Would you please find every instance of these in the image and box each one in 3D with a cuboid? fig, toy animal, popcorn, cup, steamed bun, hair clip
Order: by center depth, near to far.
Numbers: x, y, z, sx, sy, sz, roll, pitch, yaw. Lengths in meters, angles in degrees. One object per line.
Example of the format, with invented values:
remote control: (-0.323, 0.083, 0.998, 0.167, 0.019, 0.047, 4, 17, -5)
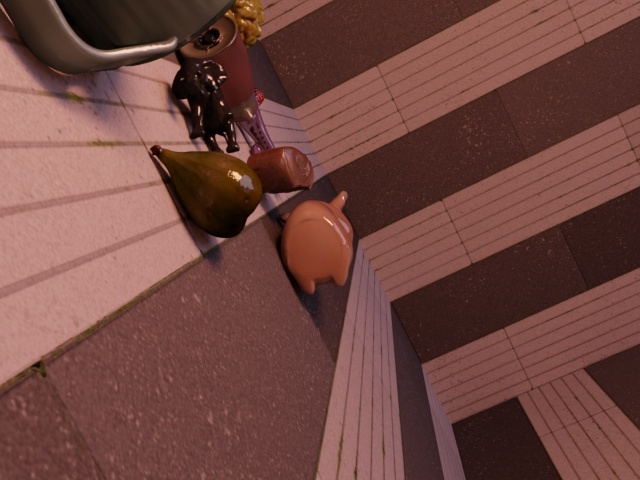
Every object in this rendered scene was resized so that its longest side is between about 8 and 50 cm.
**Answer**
cup: (-0.283, -0.440, 0.821, 0.392, 0.310, 0.401, 47, 16, -46)
fig: (-0.187, -0.076, 1.014, 0.185, 0.133, 0.126, 11, 60, -30)
toy animal: (-0.236, -0.271, 1.283, 0.245, 0.115, 0.146, 97, -20, -64)
toy animal: (0.001, 0.001, 1.581, 0.256, 0.195, 0.213, -68, 139, -82)
steamed bun: (-0.104, -0.166, 1.592, 0.175, 0.145, 0.106, 17, 65, -62)
popcorn: (-0.257, -0.604, 1.655, 0.235, 0.181, 0.217, 46, 5, -22)
hair clip: (-0.164, -0.277, 1.782, 0.137, 0.090, 0.278, -61, 129, -77)

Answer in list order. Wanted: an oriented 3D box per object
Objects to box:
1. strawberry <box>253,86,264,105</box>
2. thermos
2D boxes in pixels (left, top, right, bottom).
strawberry: (-0.221, -0.450, 2.027, 0.073, 0.073, 0.083, 49, 54, -60)
thermos: (-0.240, -0.417, 1.568, 0.176, 0.146, 0.265, 55, -6, 31)
